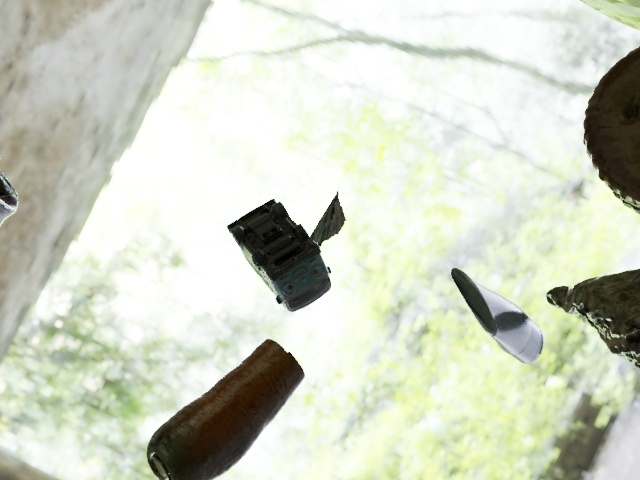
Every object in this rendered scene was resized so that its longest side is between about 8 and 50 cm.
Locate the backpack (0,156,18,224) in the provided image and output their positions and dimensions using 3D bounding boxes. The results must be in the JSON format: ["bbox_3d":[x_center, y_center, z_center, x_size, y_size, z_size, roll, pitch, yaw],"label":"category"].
[{"bbox_3d":[-0.445,-0.069,1.193,0.197,0.317,0.283,-43,9,22],"label":"backpack"}]

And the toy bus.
[{"bbox_3d":[-0.035,0.019,1.295,0.060,0.075,0.123,-31,32,-9],"label":"toy bus"}]

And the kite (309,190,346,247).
[{"bbox_3d":[0.000,0.000,1.741,0.139,0.011,0.157,-34,34,62],"label":"kite"}]

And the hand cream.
[{"bbox_3d":[0.190,0.085,1.428,0.048,0.079,0.255,-40,-24,8],"label":"hand cream"}]

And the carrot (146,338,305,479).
[{"bbox_3d":[-0.097,0.189,1.443,0.193,0.087,0.087,-37,-20,-29],"label":"carrot"}]

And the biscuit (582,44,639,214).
[{"bbox_3d":[0.351,-0.104,1.241,0.220,0.220,0.066,-62,-31,-23],"label":"biscuit"}]

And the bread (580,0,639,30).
[{"bbox_3d":[0.174,-0.225,0.514,0.237,0.320,0.321,-1,-63,-63],"label":"bread"}]

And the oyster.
[{"bbox_3d":[0.430,0.060,1.493,0.396,0.111,0.204,-21,25,24],"label":"oyster"}]
